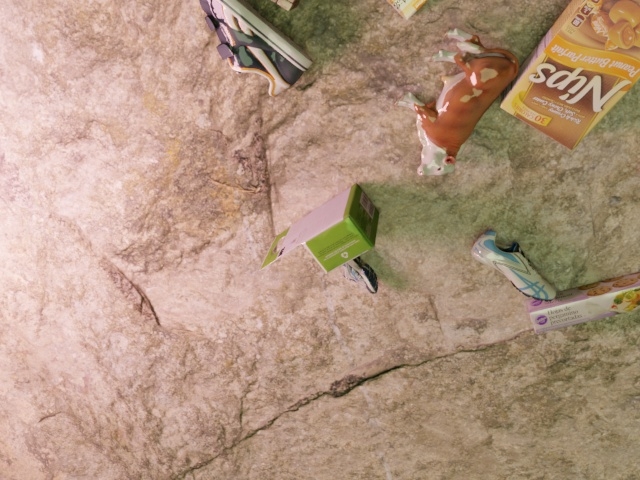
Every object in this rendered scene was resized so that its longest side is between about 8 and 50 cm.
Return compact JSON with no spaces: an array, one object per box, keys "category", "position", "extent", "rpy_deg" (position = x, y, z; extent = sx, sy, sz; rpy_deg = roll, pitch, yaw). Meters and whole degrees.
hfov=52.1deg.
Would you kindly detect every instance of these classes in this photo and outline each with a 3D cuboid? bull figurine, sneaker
[{"category":"bull figurine","position":[0.271,-0.284,1.376],"extent":[0.188,0.101,0.310],"rpy_deg":[34,116,-5]},{"category":"sneaker","position":[-0.176,-0.434,1.366],"extent":[0.321,0.126,0.127],"rpy_deg":[40,109,-12]},{"category":"sneaker","position":[0.461,0.062,1.518],"extent":[0.237,0.085,0.086],"rpy_deg":[34,108,-10]},{"category":"sneaker","position":[0.089,0.079,1.608],"extent":[0.058,0.052,0.135],"rpy_deg":[-34,98,32]}]

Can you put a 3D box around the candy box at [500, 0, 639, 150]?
[{"category":"candy box","position":[0.520,-0.350,1.275],"extent":[0.183,0.087,0.316],"rpy_deg":[30,130,-5]}]

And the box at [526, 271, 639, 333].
[{"category":"box","position":[0.653,0.140,1.531],"extent":[0.324,0.067,0.063],"rpy_deg":[-16,110,17]}]

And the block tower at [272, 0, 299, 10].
[{"category":"block tower","position":[-0.011,-0.623,1.271],"extent":[0.091,0.097,0.335],"rpy_deg":[30,114,-6]}]

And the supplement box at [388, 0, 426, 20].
[{"category":"supplement box","position":[0.164,-0.505,1.328],"extent":[0.098,0.036,0.062],"rpy_deg":[42,114,-11]}]

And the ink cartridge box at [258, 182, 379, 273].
[{"category":"ink cartridge box","position":[0.000,0.000,1.505],"extent":[0.255,0.189,0.097],"rpy_deg":[-32,108,22]}]

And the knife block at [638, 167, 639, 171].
[{"category":"knife block","position":[0.792,-0.247,1.318],"extent":[0.275,0.088,0.242],"rpy_deg":[-10,112,14]}]
